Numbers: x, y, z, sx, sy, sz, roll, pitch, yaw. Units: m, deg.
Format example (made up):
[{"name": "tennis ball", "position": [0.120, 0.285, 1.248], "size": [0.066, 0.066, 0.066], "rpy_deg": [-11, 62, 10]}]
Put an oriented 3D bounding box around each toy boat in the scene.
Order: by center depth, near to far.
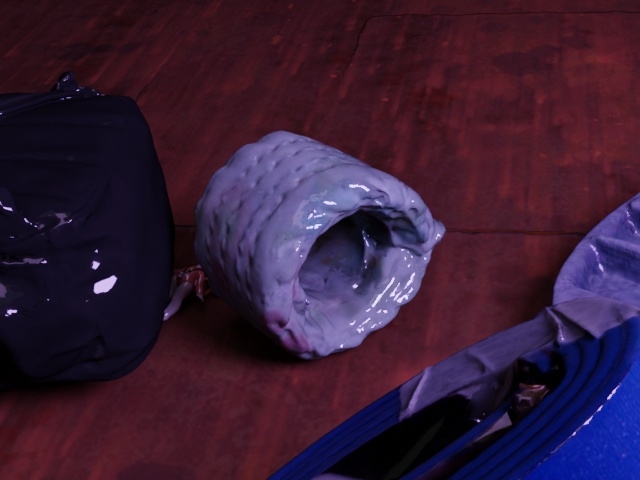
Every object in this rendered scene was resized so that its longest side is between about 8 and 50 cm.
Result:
[{"name": "toy boat", "position": [0.300, 0.033, 0.970], "size": [0.127, 0.078, 0.283], "rpy_deg": [22, 42, 35]}]

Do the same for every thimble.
[{"name": "thimble", "position": [0.000, 0.000, 0.974], "size": [0.211, 0.185, 0.149], "rpy_deg": [-19, 35, -34]}]

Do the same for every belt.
[{"name": "belt", "position": [0.058, 0.175, 0.595], "size": [0.347, 0.117, 0.212], "rpy_deg": [-35, 9, 5]}]

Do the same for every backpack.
[{"name": "backpack", "position": [-0.368, -0.002, 0.987], "size": [0.445, 0.255, 0.363], "rpy_deg": [-11, 29, 2]}]

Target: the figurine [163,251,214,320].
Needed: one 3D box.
[{"name": "figurine", "position": [-0.129, 0.040, 1.065], "size": [0.064, 0.047, 0.109], "rpy_deg": [32, 69, 35]}]
